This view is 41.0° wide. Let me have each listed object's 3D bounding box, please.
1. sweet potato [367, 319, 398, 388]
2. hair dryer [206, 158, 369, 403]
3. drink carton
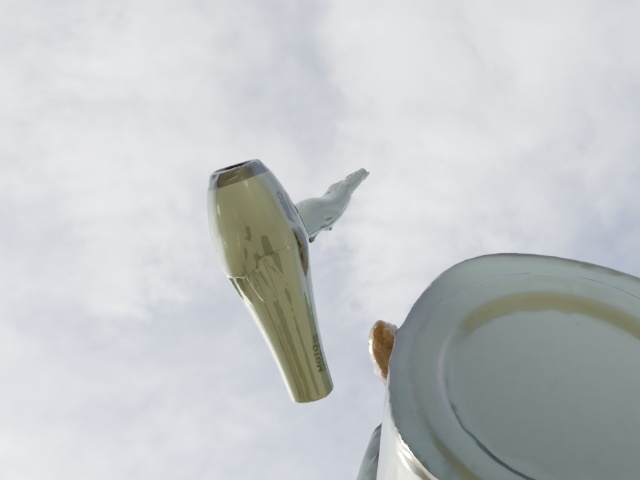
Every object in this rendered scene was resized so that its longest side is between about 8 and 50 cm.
[{"bbox_3d":[0.100,0.174,1.183,0.051,0.065,0.218,2,-33,16],"label":"sweet potato"},{"bbox_3d":[-0.002,0.036,0.850,0.092,0.267,0.229,-10,-94,33],"label":"hair dryer"},{"bbox_3d":[0.101,0.117,0.394,0.191,0.185,0.190,15,-49,14],"label":"drink carton"}]
